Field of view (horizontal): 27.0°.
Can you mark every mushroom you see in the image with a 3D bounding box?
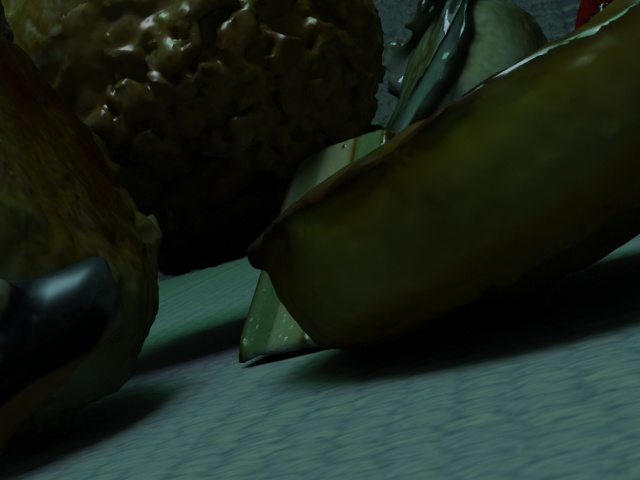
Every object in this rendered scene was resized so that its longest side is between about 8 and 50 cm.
[{"bbox_3d":[0.113,-0.069,1.059,0.164,0.190,0.267,22,-40,-14],"label":"mushroom"}]

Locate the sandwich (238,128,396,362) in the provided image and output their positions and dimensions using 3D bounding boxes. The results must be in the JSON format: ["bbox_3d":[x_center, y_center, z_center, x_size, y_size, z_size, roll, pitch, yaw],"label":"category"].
[{"bbox_3d":[0.000,0.000,0.824,0.079,0.113,0.163,-15,3,27],"label":"sandwich"}]

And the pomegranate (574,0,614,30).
[{"bbox_3d":[0.308,-0.137,0.957,0.256,0.221,0.221,-6,-1,-19],"label":"pomegranate"}]

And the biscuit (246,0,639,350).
[{"bbox_3d":[0.109,-0.034,0.664,0.296,0.102,0.296,-30,-4,-2],"label":"biscuit"}]

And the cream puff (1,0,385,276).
[{"bbox_3d":[-0.100,-0.097,0.993,0.327,0.231,0.343,-28,-11,-18],"label":"cream puff"}]

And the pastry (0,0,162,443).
[{"bbox_3d":[-0.206,-0.035,0.695,0.136,0.330,0.329,-43,-2,8],"label":"pastry"}]

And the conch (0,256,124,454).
[{"bbox_3d":[-0.151,0.073,0.368,0.232,0.086,0.080,-19,3,-21],"label":"conch"}]
